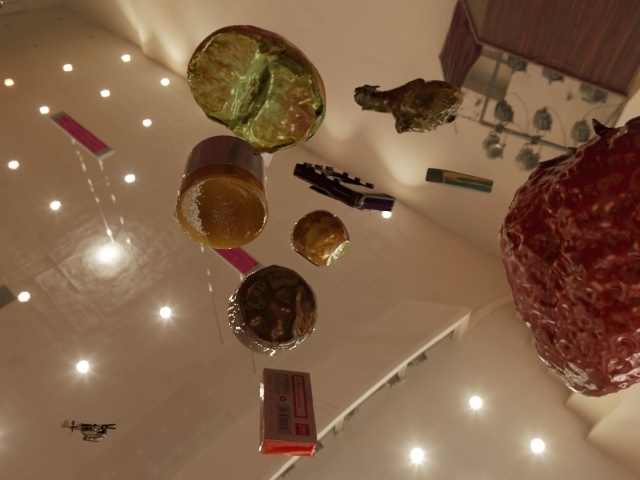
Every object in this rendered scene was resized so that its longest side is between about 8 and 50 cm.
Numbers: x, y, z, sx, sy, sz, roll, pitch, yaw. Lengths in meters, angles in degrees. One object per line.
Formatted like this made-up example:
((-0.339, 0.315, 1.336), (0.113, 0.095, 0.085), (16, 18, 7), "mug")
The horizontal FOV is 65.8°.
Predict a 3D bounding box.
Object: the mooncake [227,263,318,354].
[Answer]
((-0.149, 0.224, 1.599), (0.284, 0.155, 0.285), (9, -110, -24), "mooncake")

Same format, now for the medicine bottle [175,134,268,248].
((-0.263, -0.134, 1.357), (0.237, 0.238, 0.232), (-3, -142, -5), "medicine bottle")

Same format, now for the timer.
((0.047, -0.105, 1.018), (0.187, 0.055, 0.144), (31, -160, 36), "timer")

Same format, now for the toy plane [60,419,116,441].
((-0.544, 0.441, 1.155), (0.120, 0.049, 0.031), (22, -150, -32), "toy plane")

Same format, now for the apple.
((-0.005, -0.004, 1.372), (0.146, 0.163, 0.147), (39, -105, 17), "apple")

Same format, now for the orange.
((-0.138, -0.373, 1.190), (0.334, 0.263, 0.196), (28, -124, -4), "orange")

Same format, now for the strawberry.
((0.315, 0.029, 0.533), (0.257, 0.257, 0.277), (23, -93, 18), "strawberry")

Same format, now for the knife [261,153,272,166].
((-0.184, -0.345, 1.437), (0.081, 0.336, 0.043), (-26, -125, -6), "knife")

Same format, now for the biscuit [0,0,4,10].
((-0.676, -0.421, 0.744), (0.070, 0.351, 0.394), (38, -158, 9), "biscuit")

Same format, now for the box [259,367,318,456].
((-0.079, 0.392, 1.158), (0.122, 0.050, 0.229), (10, -153, -13), "box")

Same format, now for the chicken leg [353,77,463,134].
((0.164, -0.261, 0.962), (0.227, 0.103, 0.088), (8, -157, 26), "chicken leg")

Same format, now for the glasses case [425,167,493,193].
((0.385, -0.165, 1.370), (0.184, 0.040, 0.077), (8, -172, -25), "glasses case")
